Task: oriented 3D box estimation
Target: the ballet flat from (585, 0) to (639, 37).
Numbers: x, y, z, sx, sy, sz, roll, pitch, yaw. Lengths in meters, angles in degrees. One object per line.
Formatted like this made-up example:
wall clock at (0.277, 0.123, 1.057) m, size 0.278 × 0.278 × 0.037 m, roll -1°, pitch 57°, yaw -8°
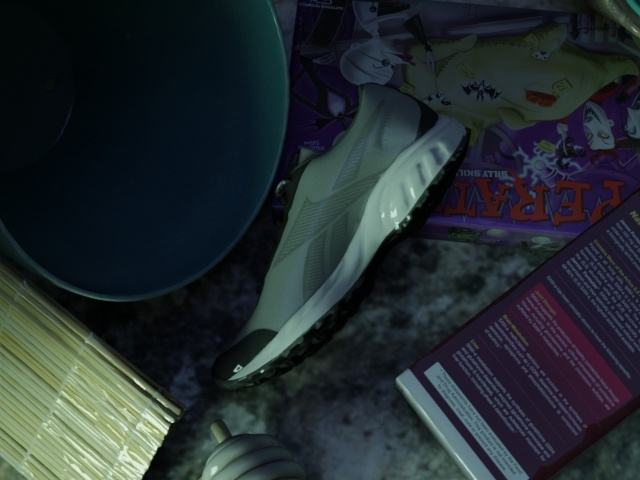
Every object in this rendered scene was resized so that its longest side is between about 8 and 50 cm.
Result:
ballet flat at (0.245, -0.273, 1.261) m, size 0.107 × 0.106 × 0.316 m, roll 0°, pitch 61°, yaw -16°

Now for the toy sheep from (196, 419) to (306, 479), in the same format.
toy sheep at (-0.051, 0.188, 1.090) m, size 0.091 × 0.091 × 0.132 m, roll -29°, pitch 66°, yaw -11°

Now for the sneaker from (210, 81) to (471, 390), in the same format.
sneaker at (0.000, 0.000, 1.135) m, size 0.108 × 0.100 × 0.271 m, roll 37°, pitch 89°, yaw 9°

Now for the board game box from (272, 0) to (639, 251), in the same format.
board game box at (0.142, -0.097, 1.226) m, size 0.347 × 0.056 × 0.208 m, roll 5°, pitch 72°, yaw 2°

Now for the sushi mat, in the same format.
sushi mat at (-0.250, 0.083, 1.113) m, size 0.316 × 0.151 × 0.019 m, roll 37°, pitch 32°, yaw 14°

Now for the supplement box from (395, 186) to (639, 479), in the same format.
supplement box at (0.188, 0.084, 1.113) m, size 0.239 × 0.073 × 0.130 m, roll -37°, pitch 79°, yaw -4°

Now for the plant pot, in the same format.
plant pot at (-0.194, -0.113, 1.133) m, size 0.195 × 0.290 × 0.290 m, roll 12°, pitch 63°, yaw 45°
